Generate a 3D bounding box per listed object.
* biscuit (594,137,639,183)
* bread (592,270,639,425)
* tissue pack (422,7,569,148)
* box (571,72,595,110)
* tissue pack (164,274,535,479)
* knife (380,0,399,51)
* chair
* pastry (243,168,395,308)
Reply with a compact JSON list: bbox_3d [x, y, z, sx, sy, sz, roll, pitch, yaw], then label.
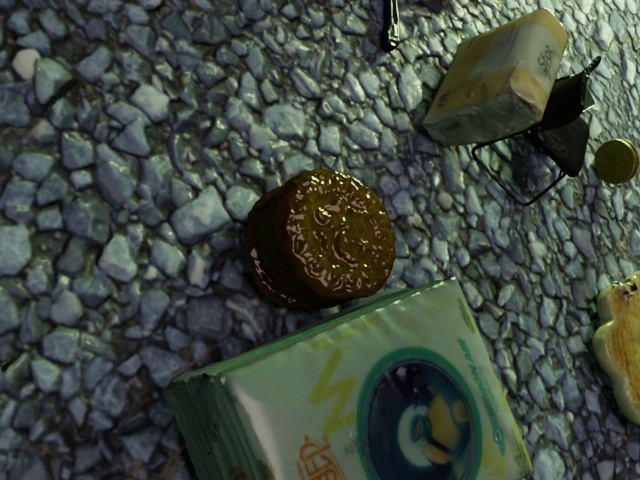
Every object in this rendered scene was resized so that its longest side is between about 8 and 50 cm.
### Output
[{"bbox_3d":[0.536,-0.143,1.574,0.023,0.084,0.084,-9,79,-39],"label":"biscuit"},{"bbox_3d":[0.577,0.198,1.499,0.316,0.054,0.316,15,64,-32],"label":"bread"},{"bbox_3d":[0.275,-0.250,1.359,0.090,0.186,0.222,49,50,-26],"label":"tissue pack"},{"bbox_3d":[0.424,-0.243,1.538,0.122,0.069,0.084,-29,90,-39],"label":"box"},{"bbox_3d":[0.048,0.227,1.030,0.388,0.162,0.287,-19,86,-40],"label":"tissue pack"},{"bbox_3d":[0.111,-0.354,1.383,0.031,0.018,0.121,16,63,-33],"label":"knife"},{"bbox_3d":[0.377,-0.177,1.381,0.145,0.221,0.140,40,54,-18],"label":"chair"},{"bbox_3d":[0.000,0.000,1.115,0.189,0.103,0.188,13,66,-31],"label":"pastry"}]
